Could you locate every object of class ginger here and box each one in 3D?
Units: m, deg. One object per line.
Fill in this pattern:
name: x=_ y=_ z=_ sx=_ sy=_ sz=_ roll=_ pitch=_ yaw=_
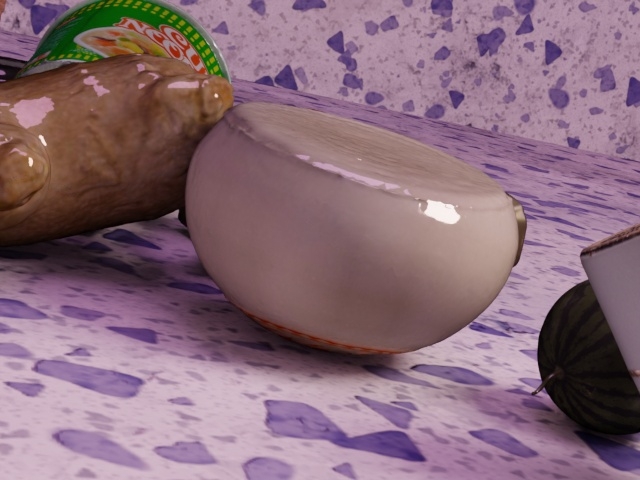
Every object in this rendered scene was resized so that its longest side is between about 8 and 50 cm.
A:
ginger: x=-0.192 y=-0.064 z=0.947 sx=0.276 sy=0.130 sz=0.221 roll=-15 pitch=2 yaw=4

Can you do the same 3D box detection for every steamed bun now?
steamed bun: x=0.014 y=0.003 z=0.902 sx=0.232 sy=0.145 sz=0.232 roll=17 pitch=15 yaw=-5

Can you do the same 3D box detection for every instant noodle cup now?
instant noodle cup: x=-0.196 y=-0.105 z=1.170 sx=0.207 sy=0.207 sz=0.232 roll=13 pitch=19 yaw=0

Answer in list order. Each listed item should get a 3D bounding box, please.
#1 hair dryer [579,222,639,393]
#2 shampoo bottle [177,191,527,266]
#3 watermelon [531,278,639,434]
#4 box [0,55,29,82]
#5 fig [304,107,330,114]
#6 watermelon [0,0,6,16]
hair dryer: x=0.283 y=0.041 z=0.818 sx=0.108 sy=0.173 sz=0.357 roll=-24 pitch=-2 yaw=31
shampoo bottle: x=0.034 y=-0.027 z=1.257 sx=0.350 sy=0.084 sz=0.125 roll=6 pitch=11 yaw=-33
watermelon: x=0.183 y=0.077 z=0.841 sx=0.133 sy=0.105 sz=0.105 roll=-15 pitch=25 yaw=-35
box: x=-0.369 y=-0.191 z=1.673 sx=0.290 sy=0.073 sz=0.289 roll=4 pitch=13 yaw=-40
fig: x=0.000 y=0.000 z=1.073 sx=0.201 sy=0.146 sz=0.134 roll=51 pitch=38 yaw=-3
watermelon: x=-0.397 y=-0.245 z=1.292 sx=0.176 sy=0.260 sz=0.256 roll=18 pitch=-3 yaw=-8
